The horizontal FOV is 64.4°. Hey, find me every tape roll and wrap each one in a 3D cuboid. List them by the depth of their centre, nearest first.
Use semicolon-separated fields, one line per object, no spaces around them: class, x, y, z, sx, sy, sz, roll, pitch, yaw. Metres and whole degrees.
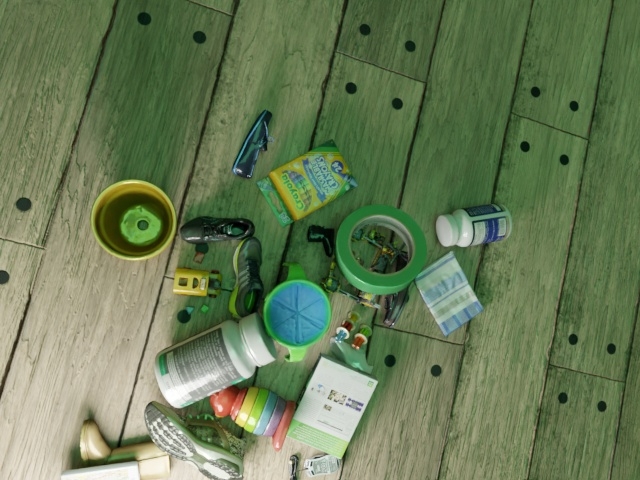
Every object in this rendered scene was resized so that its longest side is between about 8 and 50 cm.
tape roll;0.210;0.029;1.794;0.321;0.077;0.321;3;64;-5

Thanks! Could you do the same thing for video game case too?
video game case;-0.704;0.809;1.650;0.226;0.026;0.206;-2;119;-14

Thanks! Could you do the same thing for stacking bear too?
stacking bear;-0.248;0.585;1.767;0.288;0.175;0.164;23;84;-4

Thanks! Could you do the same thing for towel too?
towel;0.513;0.211;2.032;0.209;0.034;0.285;-30;94;-13

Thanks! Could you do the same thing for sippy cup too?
sippy cup;-0.098;0.248;1.782;0.240;0.224;0.306;35;79;-9

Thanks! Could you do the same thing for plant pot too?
plant pot;-0.598;-0.059;1.670;0.253;0.239;0.254;1;87;-13

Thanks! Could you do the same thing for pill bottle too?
pill bottle;-0.342;0.390;1.686;0.361;0.204;0.204;-25;93;1
pill bottle;0.604;-0.057;2.008;0.264;0.153;0.153;-8;89;-14

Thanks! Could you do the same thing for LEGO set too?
LEGO set;0.161;0.098;1.870;0.255;0.192;0.331;36;79;-9

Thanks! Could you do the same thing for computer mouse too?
computer mouse;-0.022;0.829;1.862;0.192;0.042;0.106;-6;84;-8

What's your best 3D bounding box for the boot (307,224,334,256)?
boot;0.000;0.000;1.913;0.099;0.045;0.121;6;78;-16

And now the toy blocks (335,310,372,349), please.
toy blocks;0.118;0.351;1.879;0.123;0.054;0.148;51;43;-6

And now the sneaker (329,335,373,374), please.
sneaker;0.119;0.427;1.910;0.094;0.080;0.212;-41;103;-25

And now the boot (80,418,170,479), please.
boot;-0.645;0.694;1.697;0.269;0.089;0.236;-3;100;-13

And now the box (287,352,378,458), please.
box;0.036;0.598;1.842;0.232;0.058;0.322;25;92;-6

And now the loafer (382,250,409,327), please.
loafer;0.290;0.182;1.948;0.095;0.109;0.303;26;73;-4

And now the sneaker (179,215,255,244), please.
sneaker;-0.363;-0.044;1.796;0.267;0.106;0.101;-7;90;-13

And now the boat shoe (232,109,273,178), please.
boat shoe;-0.235;-0.349;1.860;0.089;0.109;0.258;26;97;-18

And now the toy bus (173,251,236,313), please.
toy bus;-0.417;0.149;1.771;0.202;0.104;0.191;-40;97;-12

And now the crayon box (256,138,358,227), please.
crayon box;-0.048;-0.212;1.894;0.322;0.083;0.203;-31;94;-13

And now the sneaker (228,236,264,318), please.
sneaker;-0.242;0.136;1.794;0.111;0.121;0.300;5;88;-37

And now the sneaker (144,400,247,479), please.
sneaker;-0.413;0.652;1.730;0.410;0.182;0.158;43;122;-15
